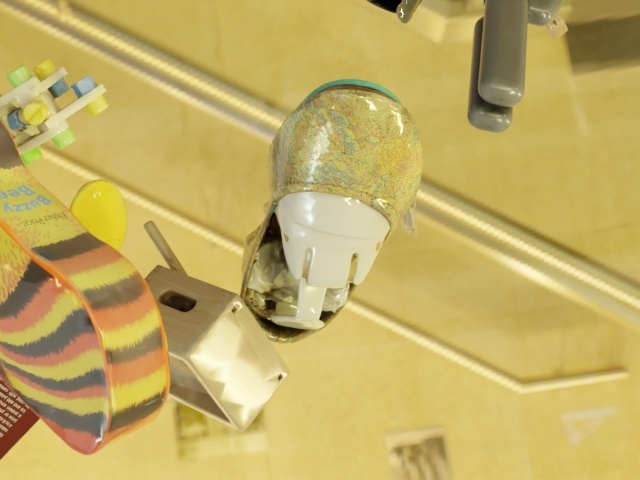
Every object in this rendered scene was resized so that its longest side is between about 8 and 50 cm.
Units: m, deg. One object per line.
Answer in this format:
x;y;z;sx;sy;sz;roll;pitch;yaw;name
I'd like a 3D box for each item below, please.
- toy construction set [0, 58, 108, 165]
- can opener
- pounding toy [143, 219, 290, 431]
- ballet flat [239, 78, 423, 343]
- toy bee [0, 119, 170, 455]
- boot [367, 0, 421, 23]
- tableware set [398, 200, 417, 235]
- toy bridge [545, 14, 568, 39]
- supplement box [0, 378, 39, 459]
-0.443;-0.128;1.574;0.215;0.151;0.328;-22;-176;33;toy construction set
0.201;-0.220;1.257;0.093;0.280;0.074;16;137;1;can opener
-0.112;0.073;1.078;0.141;0.100;0.130;18;149;42;pounding toy
0.000;0.000;0.974;0.123;0.123;0.348;-5;160;-14;ballet flat
-0.207;-0.013;0.696;0.298;0.162;0.195;21;-156;3;toy bee
0.041;-0.278;1.069;0.198;0.137;0.077;31;171;40;boot
0.065;-0.089;1.305;0.020;0.141;0.168;-20;-154;-13;tableware set
0.281;-0.364;1.706;0.026;0.188;0.063;-35;151;11;toy bridge
-0.311;0.072;0.963;0.129;0.194;0.191;35;170;46;supplement box
